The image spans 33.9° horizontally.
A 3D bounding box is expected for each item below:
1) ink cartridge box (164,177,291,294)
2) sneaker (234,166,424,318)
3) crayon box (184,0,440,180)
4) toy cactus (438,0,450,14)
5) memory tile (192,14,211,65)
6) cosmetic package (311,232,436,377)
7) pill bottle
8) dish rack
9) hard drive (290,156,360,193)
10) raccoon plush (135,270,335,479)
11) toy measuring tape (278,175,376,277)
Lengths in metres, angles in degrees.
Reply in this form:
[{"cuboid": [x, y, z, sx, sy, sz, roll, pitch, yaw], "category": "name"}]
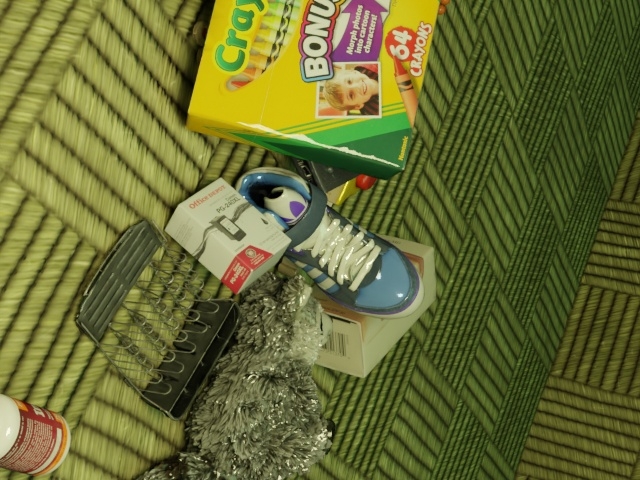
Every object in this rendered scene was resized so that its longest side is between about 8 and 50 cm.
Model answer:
[{"cuboid": [-0.138, -0.009, 1.556, 0.109, 0.150, 0.063, -40, 168, -48], "category": "ink cartridge box"}, {"cuboid": [0.000, -0.001, 1.638, 0.130, 0.323, 0.236, -54, 155, -2], "category": "sneaker"}, {"cuboid": [-0.001, -0.303, 1.517, 0.106, 0.313, 0.362, 149, -46, -76], "category": "crayon box"}, {"cuboid": [0.232, -0.523, 2.087, 0.180, 0.112, 0.218, 33, 68, -78], "category": "toy cactus"}, {"cuboid": [-0.148, -0.274, 1.589, 0.113, 0.012, 0.148, -42, 134, -46], "category": "memory tile"}, {"cuboid": [0.090, 0.116, 2.002, 0.296, 0.153, 0.129, -42, 135, -48], "category": "cosmetic package"}, {"cuboid": [-0.386, 0.237, 1.294, 0.152, 0.086, 0.086, 40, 66, -58], "category": "pill bottle"}, {"cuboid": [-0.235, 0.110, 1.520, 0.208, 0.074, 0.271, -62, 146, -27], "category": "dish rack"}, {"cuboid": [-0.010, -0.213, 1.731, 0.172, 0.054, 0.254, -31, 104, -52], "category": "hard drive"}, {"cuboid": [-0.133, 0.229, 1.628, 0.446, 0.216, 0.299, -30, 117, -52], "category": "raccoon plush"}, {"cuboid": [0.023, -0.083, 1.872, 0.121, 0.121, 0.330, 22, 95, -60], "category": "toy measuring tape"}]
